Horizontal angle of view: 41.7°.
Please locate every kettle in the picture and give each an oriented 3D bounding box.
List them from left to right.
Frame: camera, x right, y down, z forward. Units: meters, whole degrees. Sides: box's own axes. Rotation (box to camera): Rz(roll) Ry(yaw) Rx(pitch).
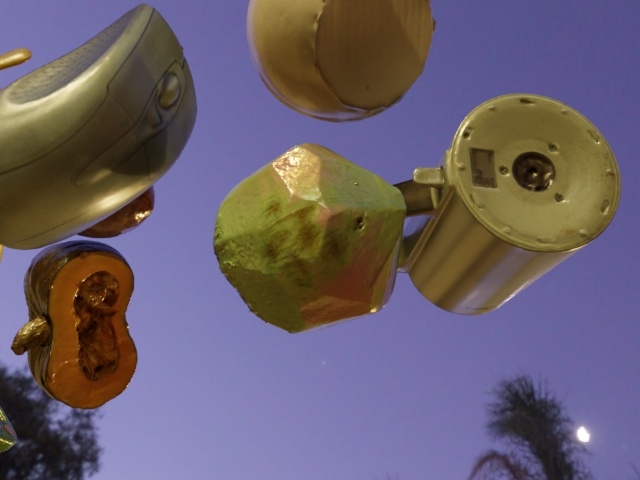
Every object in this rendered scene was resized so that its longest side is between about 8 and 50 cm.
[{"bbox_3d":[0.227,-0.031,1.345,0.360,0.250,0.377,-3,-21,-9],"label":"kettle"}]

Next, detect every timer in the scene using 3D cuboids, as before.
[{"bbox_3d":[-0.602,0.313,1.483,0.128,0.047,0.140,46,-7,29],"label":"timer"}]

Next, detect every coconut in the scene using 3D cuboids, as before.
[{"bbox_3d":[0.000,0.000,1.008,0.235,0.204,0.236,-5,-101,28],"label":"coconut"}]

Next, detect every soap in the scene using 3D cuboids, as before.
[{"bbox_3d":[-0.418,-0.229,1.089,0.034,0.089,0.012,54,-17,40],"label":"soap"}]

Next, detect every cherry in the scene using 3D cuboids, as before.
[{"bbox_3d":[-0.395,-0.108,1.419,0.266,0.183,0.213,21,-58,13],"label":"cherry"}]

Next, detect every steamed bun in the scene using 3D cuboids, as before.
[{"bbox_3d":[0.010,-0.348,1.356,0.309,0.309,0.309,11,-55,16],"label":"steamed bun"}]

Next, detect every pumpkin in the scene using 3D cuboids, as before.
[{"bbox_3d":[-0.455,0.150,1.533,0.139,0.221,0.317,35,-54,52],"label":"pumpkin"}]

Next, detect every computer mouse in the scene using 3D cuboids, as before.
[{"bbox_3d":[-0.251,-0.133,0.991,0.121,0.371,0.188,11,-44,31],"label":"computer mouse"}]

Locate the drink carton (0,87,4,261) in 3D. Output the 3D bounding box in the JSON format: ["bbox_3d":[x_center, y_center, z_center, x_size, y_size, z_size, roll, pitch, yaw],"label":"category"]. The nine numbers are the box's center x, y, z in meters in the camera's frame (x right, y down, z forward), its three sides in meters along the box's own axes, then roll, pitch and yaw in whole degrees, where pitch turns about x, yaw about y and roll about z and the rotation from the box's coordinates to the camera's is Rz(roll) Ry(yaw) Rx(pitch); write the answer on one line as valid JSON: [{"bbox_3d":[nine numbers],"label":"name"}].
[{"bbox_3d":[-0.521,-0.054,1.199,0.154,0.111,0.351,51,-48,30],"label":"drink carton"}]
